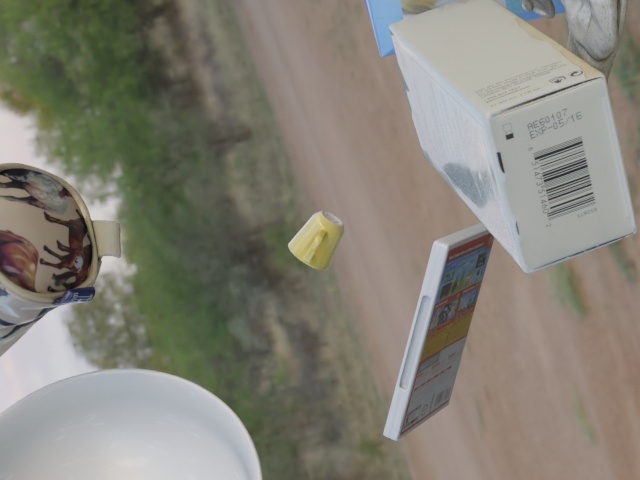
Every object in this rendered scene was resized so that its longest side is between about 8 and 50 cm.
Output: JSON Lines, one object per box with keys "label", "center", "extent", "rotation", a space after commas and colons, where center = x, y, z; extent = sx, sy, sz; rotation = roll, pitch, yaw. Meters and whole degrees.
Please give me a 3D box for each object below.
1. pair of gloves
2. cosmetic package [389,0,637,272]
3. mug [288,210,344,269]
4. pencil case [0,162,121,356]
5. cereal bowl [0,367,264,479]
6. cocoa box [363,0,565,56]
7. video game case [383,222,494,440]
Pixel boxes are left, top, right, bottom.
{"label": "pair of gloves", "center": [0.219, -0.248, 1.244], "extent": [0.204, 0.042, 0.240], "rotation": [95, 163, -53]}
{"label": "cosmetic package", "center": [0.170, -0.111, 1.281], "extent": [0.309, 0.113, 0.160], "rotation": [-117, 8, -63]}
{"label": "mug", "center": [0.002, 0.000, 1.813], "extent": [0.064, 0.062, 0.078], "rotation": [-57, 32, 18]}
{"label": "pencil case", "center": [-0.399, 0.080, 1.495], "extent": [0.183, 0.410, 0.160], "rotation": [23, -133, -35]}
{"label": "cereal bowl", "center": [-0.219, 0.309, 1.447], "extent": [0.141, 0.339, 0.339], "rotation": [81, 173, -49]}
{"label": "cocoa box", "center": [0.126, -0.419, 1.505], "extent": [0.347, 0.231, 0.228], "rotation": [73, -176, -47]}
{"label": "video game case", "center": [0.169, 0.122, 1.915], "extent": [0.204, 0.025, 0.285], "rotation": [-18, -55, -63]}
